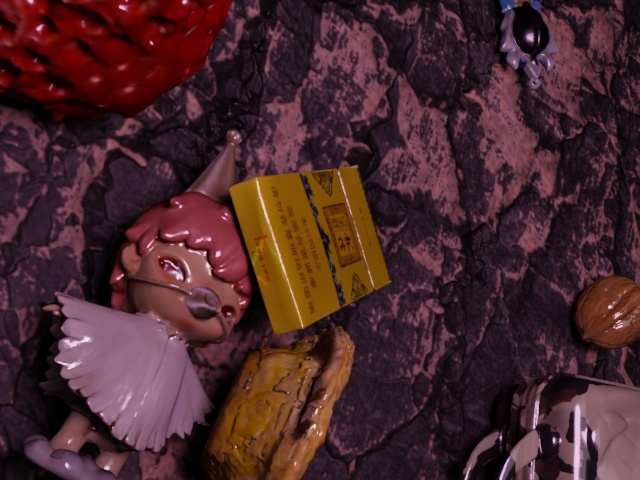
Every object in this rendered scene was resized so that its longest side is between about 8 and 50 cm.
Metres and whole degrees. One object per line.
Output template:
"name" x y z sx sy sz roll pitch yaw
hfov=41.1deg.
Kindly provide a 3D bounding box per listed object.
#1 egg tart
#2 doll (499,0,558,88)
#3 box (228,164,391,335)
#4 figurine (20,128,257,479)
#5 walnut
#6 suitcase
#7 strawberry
"egg tart" -0.050 0.182 0.844 0.105 0.241 0.241 27 65 -3
"doll" 0.303 -0.316 1.267 0.095 0.070 0.195 -1 74 -18
"box" 0.000 0.000 0.938 0.279 0.041 0.153 -17 89 -66
"figurine" -0.142 0.061 0.837 0.207 0.166 0.387 41 63 -25
"walnut" 0.425 0.108 1.249 0.124 0.105 0.105 -31 99 -19
"suitcase" 0.331 0.349 1.081 0.339 0.194 0.352 16 72 -28
"strawberry" -0.188 -0.282 0.763 0.295 0.345 0.317 49 59 -18
